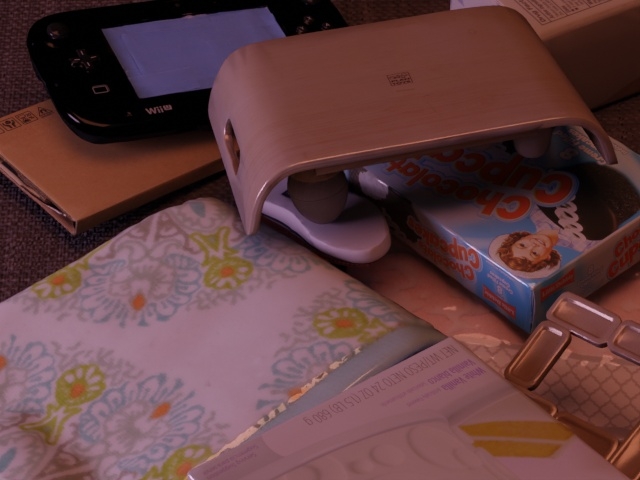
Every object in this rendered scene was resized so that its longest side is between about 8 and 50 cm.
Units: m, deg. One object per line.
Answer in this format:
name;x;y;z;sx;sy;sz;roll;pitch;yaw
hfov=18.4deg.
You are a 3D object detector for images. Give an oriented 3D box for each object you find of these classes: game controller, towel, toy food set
game controller;-0.110;-0.168;1.856;0.319;0.067;0.166;-11;42;-25
towel;-0.130;0.114;1.520;0.374;0.090;0.320;-31;43;-26
toy food set;0.069;-0.096;1.650;0.306;0.092;0.220;-10;32;-7
towel;0.177;0.062;1.653;0.332;0.053;0.317;7;43;5

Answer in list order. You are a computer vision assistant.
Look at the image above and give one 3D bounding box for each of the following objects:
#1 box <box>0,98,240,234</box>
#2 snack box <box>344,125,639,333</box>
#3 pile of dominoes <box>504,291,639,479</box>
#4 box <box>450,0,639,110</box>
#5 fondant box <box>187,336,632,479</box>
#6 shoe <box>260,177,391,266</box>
box;-0.192;-0.088;1.812;0.201;0.021;0.164;-26;50;-35
snack box;0.135;-0.063;1.703;0.187;0.060;0.322;-32;50;-27
pile of dominoes;0.225;0.164;1.439;0.251;0.040;0.196;27;69;38
box;0.289;-0.231;1.917;0.311;0.121;0.148;-20;47;-21
fondant box;0.100;0.225;1.304;0.238;0.096;0.330;-25;45;-28
shoe;0.000;0.000;1.673;0.063;0.081;0.178;-35;40;-27
